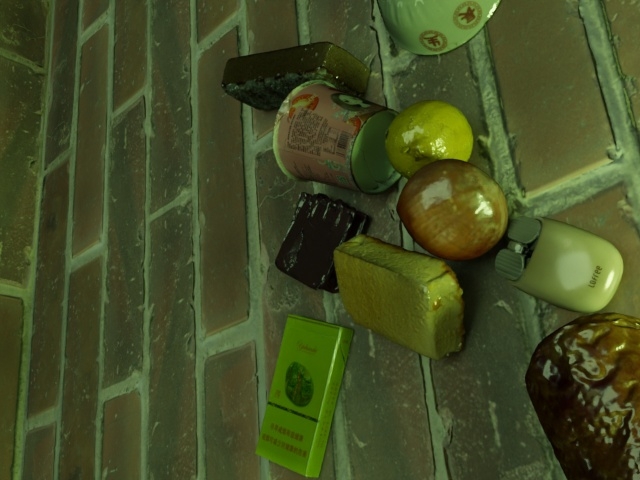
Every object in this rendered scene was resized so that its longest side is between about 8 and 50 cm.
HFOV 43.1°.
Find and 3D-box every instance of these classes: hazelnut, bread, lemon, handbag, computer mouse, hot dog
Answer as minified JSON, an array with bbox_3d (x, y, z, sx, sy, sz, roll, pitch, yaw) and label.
[{"bbox_3d":[0.256,-0.058,1.543,0.214,0.214,0.176,-21,38,41],"label":"hazelnut"},{"bbox_3d":[-0.072,-0.409,2.054,0.416,0.165,0.113,4,78,48],"label":"bread"},{"bbox_3d":[0.158,0.107,1.619,0.274,0.114,0.185,23,132,48],"label":"bread"},{"bbox_3d":[0.220,-0.199,1.650,0.173,0.206,0.173,7,107,24],"label":"lemon"},{"bbox_3d":[0.002,0.001,1.897,0.203,0.074,0.216,22,91,48],"label":"handbag"},{"bbox_3d":[0.417,0.039,1.436,0.236,0.082,0.145,29,98,47],"label":"computer mouse"},{"bbox_3d":[0.472,0.299,1.224,0.267,0.174,0.387,-43,53,32],"label":"hot dog"}]

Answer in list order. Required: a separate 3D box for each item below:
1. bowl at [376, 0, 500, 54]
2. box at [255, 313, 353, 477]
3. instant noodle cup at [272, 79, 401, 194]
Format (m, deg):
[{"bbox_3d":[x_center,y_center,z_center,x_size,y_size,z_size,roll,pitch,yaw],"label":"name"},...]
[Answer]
[{"bbox_3d":[0.231,-0.592,1.775,0.337,0.157,0.337,-8,77,39],"label":"bowl"},{"bbox_3d":[-0.040,0.345,1.837,0.187,0.047,0.335,7,82,48],"label":"box"},{"bbox_3d":[0.054,-0.224,1.814,0.231,0.243,0.243,22,93,42],"label":"instant noodle cup"}]
